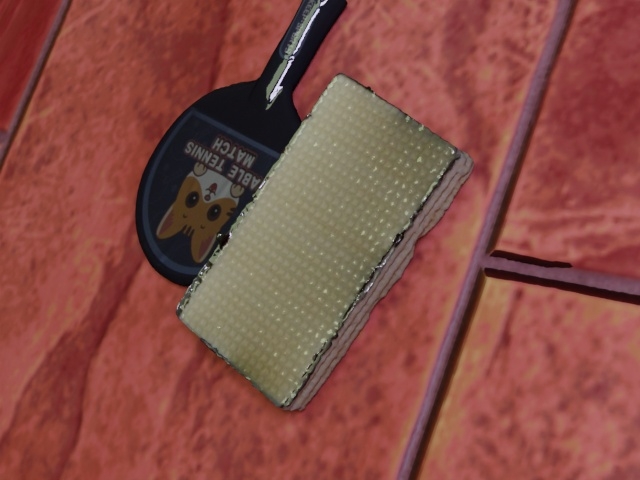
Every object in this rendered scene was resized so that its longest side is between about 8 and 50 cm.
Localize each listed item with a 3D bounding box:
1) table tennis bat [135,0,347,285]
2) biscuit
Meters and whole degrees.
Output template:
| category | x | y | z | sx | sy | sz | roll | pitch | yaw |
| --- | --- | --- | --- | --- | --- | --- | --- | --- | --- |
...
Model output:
| category | x | y | z | sx | sy | sz | roll | pitch | yaw |
| --- | --- | --- | --- | --- | --- | --- | --- | --- | --- |
| table tennis bat | -0.052 | -0.075 | 1.018 | 0.150 | 0.027 | 0.236 | 30 | 90 | 41 |
| biscuit | 0.000 | 0.000 | 0.922 | 0.121 | 0.040 | 0.199 | 37 | 93 | 32 |
